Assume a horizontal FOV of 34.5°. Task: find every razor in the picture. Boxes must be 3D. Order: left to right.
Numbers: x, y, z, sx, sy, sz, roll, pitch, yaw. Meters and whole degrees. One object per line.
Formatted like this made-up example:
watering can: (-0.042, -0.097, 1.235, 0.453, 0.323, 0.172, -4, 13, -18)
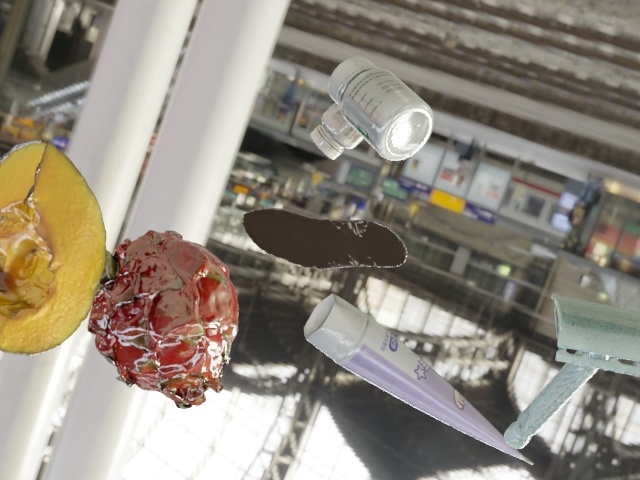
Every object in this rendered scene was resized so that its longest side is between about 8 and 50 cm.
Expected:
razor: (0.225, 0.137, 0.969, 0.106, 0.068, 0.232, 12, 144, -9)

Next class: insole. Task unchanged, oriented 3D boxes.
insole: (0.000, 0.000, 1.488, 0.327, 0.007, 0.111, 4, 131, 46)

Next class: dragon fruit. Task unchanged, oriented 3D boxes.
dragon fruit: (-0.248, 0.126, 1.655, 0.244, 0.299, 0.244, -13, -164, 4)

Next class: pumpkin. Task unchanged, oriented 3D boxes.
pumpkin: (-0.404, 0.034, 1.420, 0.169, 0.312, 0.148, -17, 144, 38)

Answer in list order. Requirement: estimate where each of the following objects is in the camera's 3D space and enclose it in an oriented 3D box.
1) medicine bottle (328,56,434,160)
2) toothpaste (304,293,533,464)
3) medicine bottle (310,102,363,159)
medicine bottle: (0.068, -0.160, 1.221, 0.080, 0.080, 0.130, 14, -154, -43)
toothpaste: (0.140, 0.209, 1.458, 0.371, 0.080, 0.125, 37, 177, -16)
medicine bottle: (0.053, -0.206, 1.743, 0.079, 0.140, 0.079, 43, -165, -15)
